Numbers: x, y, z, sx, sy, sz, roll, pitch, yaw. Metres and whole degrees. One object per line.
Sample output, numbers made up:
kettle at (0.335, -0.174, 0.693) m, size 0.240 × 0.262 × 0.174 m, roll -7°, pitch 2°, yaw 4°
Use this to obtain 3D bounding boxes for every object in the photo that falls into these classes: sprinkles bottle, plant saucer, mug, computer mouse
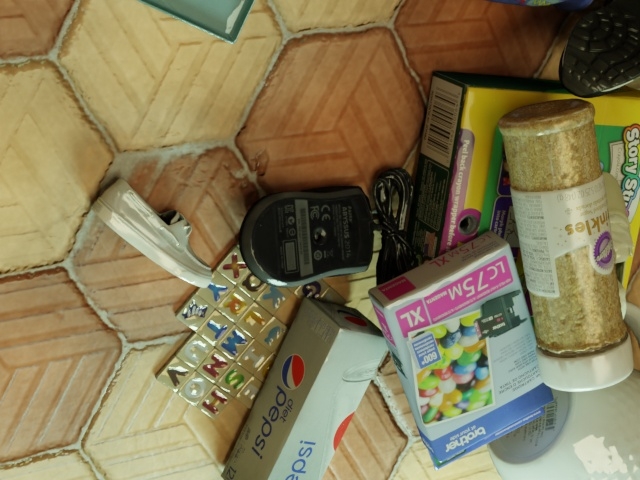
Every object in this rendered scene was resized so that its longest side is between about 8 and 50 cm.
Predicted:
sprinkles bottle at (0.309, 0.007, 1.604) m, size 0.121 × 0.121 × 0.355 m, roll -18°, pitch 106°, yaw -23°
plant saucer at (-0.162, -0.286, 1.437) m, size 0.192 × 0.018 × 0.067 m, roll 19°, pitch 102°, yaw -37°
mug at (0.428, 0.271, 1.924) m, size 0.328 × 0.276 × 0.374 m, roll 31°, pitch 68°, yaw -33°
computer mouse at (0.000, 0.000, 1.631) m, size 0.272 × 0.072 × 0.189 m, roll -1°, pitch 92°, yaw -36°

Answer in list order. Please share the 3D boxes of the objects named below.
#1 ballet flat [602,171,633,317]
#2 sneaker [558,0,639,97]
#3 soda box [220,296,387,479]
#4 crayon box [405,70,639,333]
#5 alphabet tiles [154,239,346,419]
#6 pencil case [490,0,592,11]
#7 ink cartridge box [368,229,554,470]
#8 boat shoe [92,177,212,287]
ballet flat at (0.379, 0.035, 1.693) m, size 0.086 × 0.086 × 0.248 m, roll -10°, pitch 112°, yaw -27°
sneaker at (0.380, -0.249, 1.662) m, size 0.283 × 0.107 × 0.124 m, roll -48°, pitch 172°, yaw -37°
soda box at (-0.021, 0.225, 1.710) m, size 0.098 × 0.091 × 0.286 m, roll 15°, pitch 106°, yaw -40°
crayon box at (0.281, -0.034, 1.733) m, size 0.313 × 0.106 × 0.363 m, roll 1°, pitch 108°, yaw -25°
alphabet tiles at (-0.100, 0.118, 1.672) m, size 0.237 × 0.009 × 0.198 m, roll -50°, pitch 128°, yaw -2°
pencil case at (0.213, -0.350, 1.560) m, size 0.306 × 0.133 × 0.119 m, roll -2°, pitch 83°, yaw -31°
ink cartridge box at (0.195, 0.160, 1.676) m, size 0.185 × 0.065 × 0.311 m, roll -26°, pitch 121°, yaw -10°
boat shoe at (-0.189, -0.010, 1.530) m, size 0.184 × 0.066 × 0.063 m, roll 39°, pitch 91°, yaw -28°
